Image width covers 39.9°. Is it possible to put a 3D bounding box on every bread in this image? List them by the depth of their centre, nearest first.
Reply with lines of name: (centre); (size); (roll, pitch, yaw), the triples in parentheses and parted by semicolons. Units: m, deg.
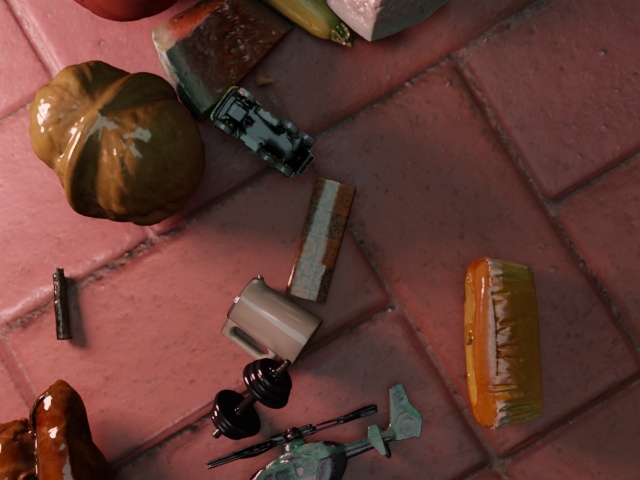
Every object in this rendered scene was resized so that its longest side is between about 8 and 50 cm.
bread: (0.310, 0.171, 1.508); (0.119, 0.152, 0.288); (-2, 86, -5)

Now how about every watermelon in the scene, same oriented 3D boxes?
watermelon: (0.123, -0.545, 1.514); (0.228, 0.258, 0.387); (-2, 85, -3)
watermelon: (-0.171, -0.361, 1.590); (0.256, 0.140, 0.193); (-34, 93, -9)

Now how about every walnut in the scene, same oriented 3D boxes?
walnut: (-0.338, -0.163, 1.492); (0.253, 0.277, 0.282); (-31, 74, -7)

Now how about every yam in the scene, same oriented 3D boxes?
yam: (-0.468, 0.115, 1.593); (0.027, 0.033, 0.130); (-10, 80, 28)

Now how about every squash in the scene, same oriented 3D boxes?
squash: (-0.026, -0.424, 1.592); (0.224, 0.094, 0.094); (39, 87, -2)

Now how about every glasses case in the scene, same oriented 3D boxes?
glasses case: (0.000, 0.000, 1.578); (0.075, 0.049, 0.218); (15, 86, 3)

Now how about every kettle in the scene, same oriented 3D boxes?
kettle: (-0.086, 0.147, 1.556); (0.148, 0.127, 0.098); (33, 55, 6)

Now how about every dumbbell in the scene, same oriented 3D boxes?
dumbbell: (-0.120, 0.275, 1.522); (0.099, 0.099, 0.208); (45, 111, 4)

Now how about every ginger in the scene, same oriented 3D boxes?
ginger: (-0.448, 0.472, 1.490); (0.254, 0.176, 0.418); (-29, 81, 3)

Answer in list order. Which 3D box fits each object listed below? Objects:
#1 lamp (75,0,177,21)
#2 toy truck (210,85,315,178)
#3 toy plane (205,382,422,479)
lamp: (-0.347, -0.530, 1.515); (0.257, 0.303, 0.303); (-31, 84, -38)
toy truck: (-0.100, -0.186, 1.565); (0.191, 0.116, 0.085); (35, 87, -5)
toy plane: (0.002, 0.382, 1.527); (0.381, 0.106, 0.155); (-22, 73, 5)
